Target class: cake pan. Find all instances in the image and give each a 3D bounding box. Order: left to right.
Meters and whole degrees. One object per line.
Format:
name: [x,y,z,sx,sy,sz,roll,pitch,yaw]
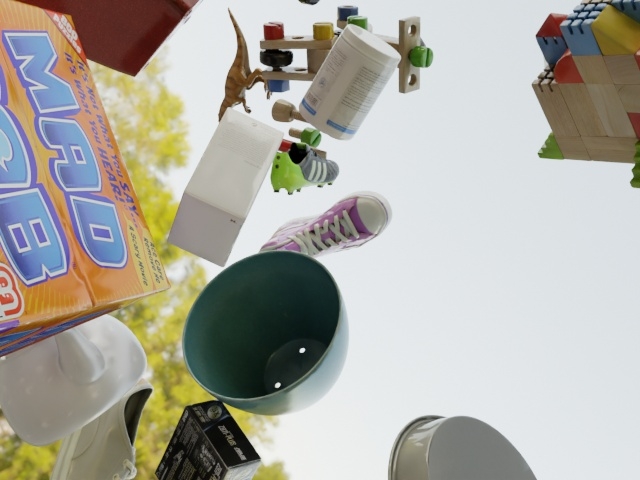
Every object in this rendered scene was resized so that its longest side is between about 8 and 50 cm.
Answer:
cake pan: [0.211,0.359,1.322,0.054,0.293,0.293,-38,-103,35]

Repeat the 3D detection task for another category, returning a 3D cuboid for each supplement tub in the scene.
supplement tub: [0.030,-0.167,1.063,0.071,0.071,0.107,48,-65,33]

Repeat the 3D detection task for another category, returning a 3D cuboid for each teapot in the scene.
teapot: [-0.414,0.187,1.570,0.187,0.256,0.252,57,17,-10]

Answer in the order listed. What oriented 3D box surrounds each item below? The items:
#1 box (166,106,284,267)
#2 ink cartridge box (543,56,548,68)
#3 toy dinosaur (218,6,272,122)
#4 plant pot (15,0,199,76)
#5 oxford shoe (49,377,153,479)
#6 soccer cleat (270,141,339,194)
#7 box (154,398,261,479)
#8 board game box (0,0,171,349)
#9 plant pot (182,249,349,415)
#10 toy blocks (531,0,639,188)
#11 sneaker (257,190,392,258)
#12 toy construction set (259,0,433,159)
box: [-0.133,-0.074,1.394,0.091,0.170,0.130,25,-37,-4]
ink cartridge box: [0.440,-0.311,1.674,0.181,0.104,0.062,-76,158,-77]
toy dinosaur: [-0.141,-0.298,1.785,0.112,0.064,0.212,16,-71,8]
plant pot: [-0.284,-0.406,1.463,0.235,0.267,0.267,41,-43,-12]
oxford shoe: [-0.404,0.432,1.785,0.169,0.130,0.449,89,14,-72]
soccer cleat: [-0.019,-0.117,1.535,0.060,0.179,0.072,10,-75,26]
box: [-0.198,0.393,1.735,0.147,0.077,0.180,48,-54,34]
board game box: [-0.446,-0.034,1.076,0.357,0.356,0.356,69,19,3]
plant pot: [-0.069,0.191,1.745,0.290,0.290,0.195,42,-11,40]
toy blocks: [0.425,-0.230,1.343,0.381,0.191,0.261,11,-38,50]
sneaker: [0.000,0.001,1.909,0.282,0.161,0.102,-23,-80,35]
toy construction set: [0.044,-0.274,1.659,0.237,0.257,0.309,21,-84,34]
